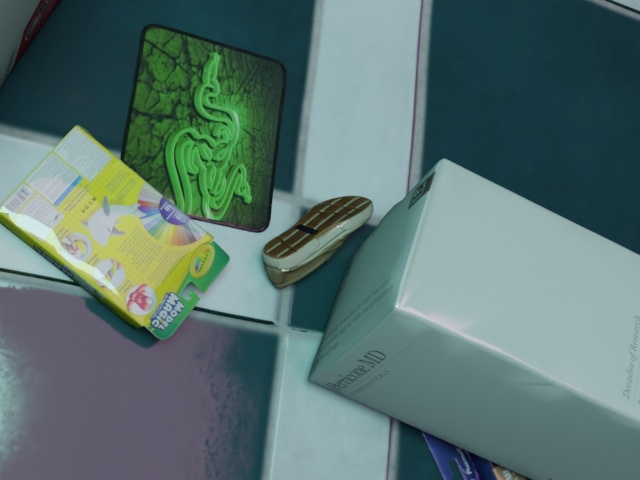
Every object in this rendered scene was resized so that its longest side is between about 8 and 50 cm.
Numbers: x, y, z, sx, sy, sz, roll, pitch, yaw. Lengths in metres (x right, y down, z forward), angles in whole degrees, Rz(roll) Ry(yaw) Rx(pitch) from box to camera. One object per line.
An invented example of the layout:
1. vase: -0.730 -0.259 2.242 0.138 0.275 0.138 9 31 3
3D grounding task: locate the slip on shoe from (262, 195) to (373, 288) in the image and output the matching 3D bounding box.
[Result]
1. slip on shoe: 0.000 0.000 0.816 0.135 0.051 0.041 -37 133 -35

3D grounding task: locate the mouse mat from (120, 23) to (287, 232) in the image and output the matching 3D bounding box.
1. mouse mat: -0.111 -0.110 0.813 0.152 0.007 0.190 12 73 -21

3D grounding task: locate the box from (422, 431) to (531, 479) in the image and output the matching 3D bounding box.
1. box: 0.223 0.202 0.865 0.225 0.036 0.136 -23 87 -26

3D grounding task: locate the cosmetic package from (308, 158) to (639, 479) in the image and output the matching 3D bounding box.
1. cosmetic package: 0.209 0.109 0.747 0.385 0.217 0.156 23 60 -7

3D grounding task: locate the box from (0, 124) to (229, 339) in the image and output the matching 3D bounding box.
1. box: -0.176 -0.003 0.732 0.179 0.043 0.105 40 68 -8

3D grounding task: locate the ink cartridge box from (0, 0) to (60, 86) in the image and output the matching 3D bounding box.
1. ink cartridge box: -0.322 -0.131 0.571 0.160 0.279 0.385 31 67 -15
